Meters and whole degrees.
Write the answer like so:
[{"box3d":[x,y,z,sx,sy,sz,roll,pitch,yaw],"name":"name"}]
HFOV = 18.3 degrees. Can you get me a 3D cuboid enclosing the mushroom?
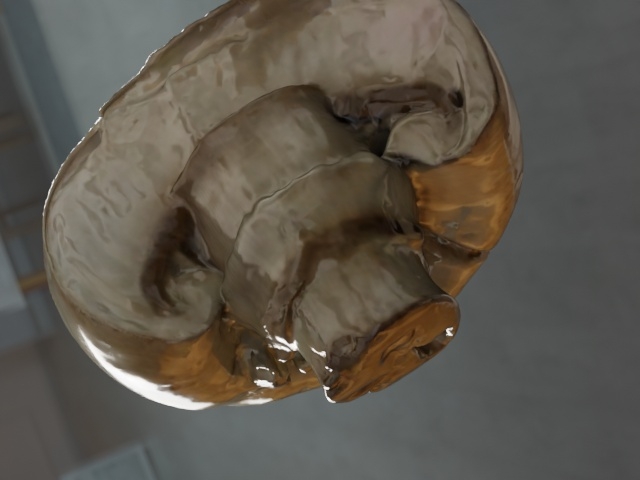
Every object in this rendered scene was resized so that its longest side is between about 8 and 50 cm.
[{"box3d":[0.000,0.000,1.016,0.195,0.254,0.189,53,180,26],"name":"mushroom"}]
